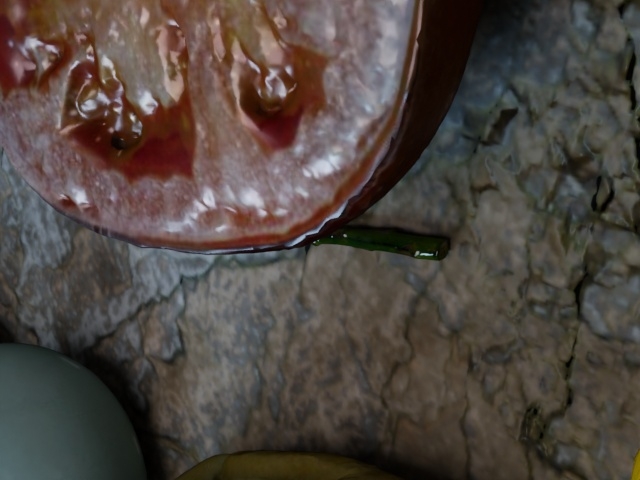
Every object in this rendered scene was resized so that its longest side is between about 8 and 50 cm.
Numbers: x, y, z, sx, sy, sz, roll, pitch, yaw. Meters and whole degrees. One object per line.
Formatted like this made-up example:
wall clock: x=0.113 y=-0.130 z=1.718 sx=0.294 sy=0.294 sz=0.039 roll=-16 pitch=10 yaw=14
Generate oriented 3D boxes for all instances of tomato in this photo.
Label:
tomato: x=-0.043 y=-0.155 z=0.589 sx=0.338 sy=0.143 sz=0.338 roll=13 pitch=111 yaw=38

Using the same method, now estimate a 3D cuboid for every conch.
conch: x=-0.200 y=0.178 z=0.786 sx=0.185 sy=0.121 sz=0.221 roll=-15 pitch=92 yaw=22

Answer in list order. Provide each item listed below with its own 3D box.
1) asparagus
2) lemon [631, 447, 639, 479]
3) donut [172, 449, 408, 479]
asparagus: x=0.000 y=0.000 z=0.663 sx=0.163 sy=0.016 sz=0.016 roll=2 pitch=118 yaw=40
lemon: x=0.196 y=0.102 z=0.427 sx=0.187 sy=0.142 sz=0.142 roll=-1 pitch=98 yaw=39
donut: x=-0.012 y=0.282 z=0.626 sx=0.360 sy=0.170 sz=0.360 roll=11 pitch=107 yaw=41
